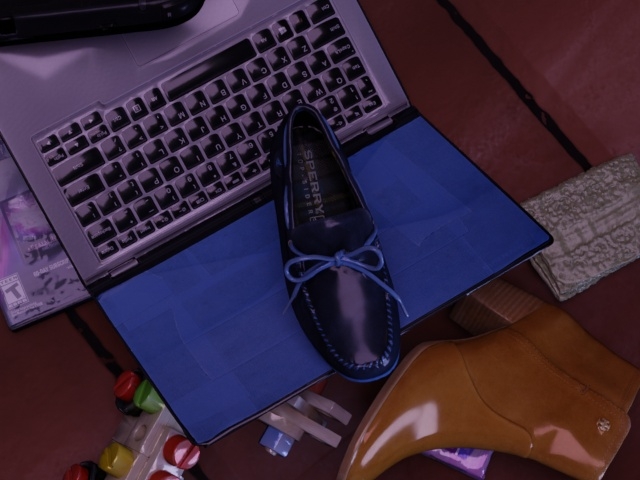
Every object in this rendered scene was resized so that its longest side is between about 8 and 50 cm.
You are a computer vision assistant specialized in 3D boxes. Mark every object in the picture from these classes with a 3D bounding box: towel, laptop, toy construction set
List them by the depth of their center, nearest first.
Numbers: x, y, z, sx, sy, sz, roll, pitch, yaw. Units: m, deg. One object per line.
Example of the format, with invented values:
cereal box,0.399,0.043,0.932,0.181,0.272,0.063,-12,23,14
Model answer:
toy construction set,-0.132,0.226,1.602,0.327,0.215,0.151,-48,119,-18
laptop,-0.067,-0.089,1.624,0.382,0.236,0.408,-30,99,-12
towel,0.274,-0.016,1.743,0.148,0.027,0.110,-29,79,-5

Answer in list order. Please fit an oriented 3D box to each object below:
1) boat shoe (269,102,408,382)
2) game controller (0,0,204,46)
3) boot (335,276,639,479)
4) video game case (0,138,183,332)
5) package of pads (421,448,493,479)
boat shoe,0.000,0.000,1.528,0.109,0.089,0.258,-20,68,-8
game controller,-0.268,-0.255,1.665,0.319,0.067,0.166,-5,42,2
boot,0.170,0.172,1.632,0.211,0.104,0.295,35,58,11
video game case,-0.272,-0.070,1.751,0.196,0.026,0.274,-23,80,-5
package of pads,0.131,0.196,1.696,0.083,0.032,0.050,25,76,4
